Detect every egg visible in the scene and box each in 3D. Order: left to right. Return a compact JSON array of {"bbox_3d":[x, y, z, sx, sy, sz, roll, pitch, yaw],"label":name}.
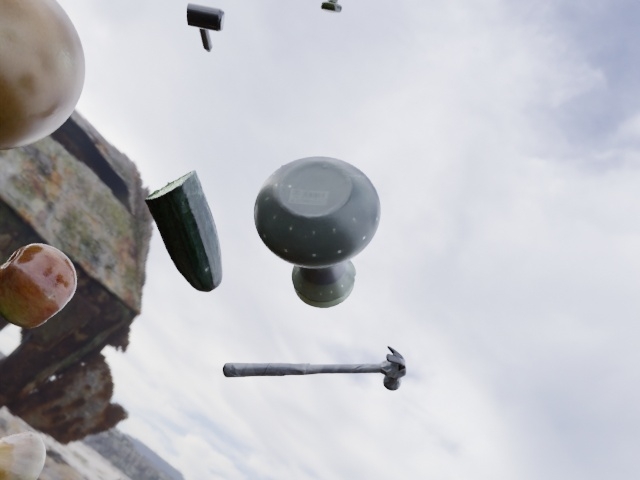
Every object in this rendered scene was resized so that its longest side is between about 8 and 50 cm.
[{"bbox_3d":[-0.516,-0.282,0.940,0.282,0.282,0.351,47,9,-15],"label":"egg"}]

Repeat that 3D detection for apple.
[{"bbox_3d":[-0.433,0.066,0.914,0.126,0.126,0.102,-1,-43,50],"label":"apple"}]

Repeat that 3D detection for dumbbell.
[{"bbox_3d":[0.033,-0.580,1.382,0.046,0.052,0.118,21,-73,38],"label":"dumbbell"}]

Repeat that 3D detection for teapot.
[{"bbox_3d":[0.000,0.000,0.933,0.183,0.183,0.251,26,-30,21],"label":"teapot"}]

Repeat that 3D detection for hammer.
[{"bbox_3d":[-0.011,0.303,1.403,0.426,0.044,0.152,-2,-40,-2],"label":"hammer"}]

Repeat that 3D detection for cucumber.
[{"bbox_3d":[-0.252,-0.003,1.197,0.063,0.115,0.244,-130,-161,-66],"label":"cucumber"}]

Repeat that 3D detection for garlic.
[{"bbox_3d":[-0.717,0.501,1.374,0.164,0.145,0.245,25,-29,-22],"label":"garlic"}]

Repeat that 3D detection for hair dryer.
[{"bbox_3d":[-0.362,-0.672,1.973,0.114,0.071,0.248,10,-14,0],"label":"hair dryer"}]
